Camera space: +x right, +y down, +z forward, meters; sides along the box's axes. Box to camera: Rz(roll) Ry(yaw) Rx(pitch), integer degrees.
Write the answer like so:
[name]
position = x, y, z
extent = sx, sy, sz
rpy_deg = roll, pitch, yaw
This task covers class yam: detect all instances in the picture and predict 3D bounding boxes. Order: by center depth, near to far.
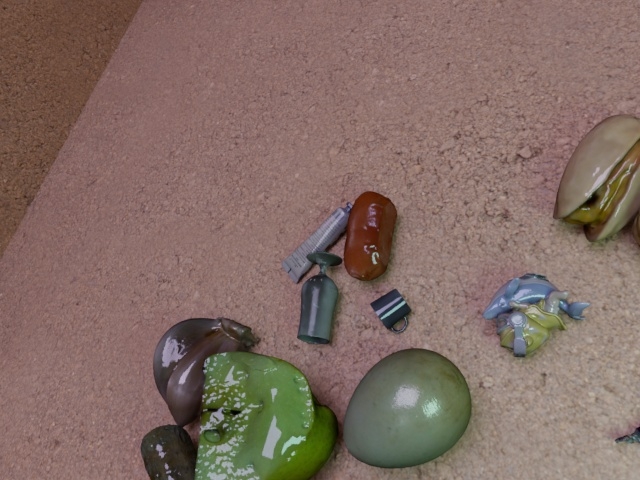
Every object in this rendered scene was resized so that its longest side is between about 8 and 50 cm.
[yam]
position = -0.332, 0.620, 1.224
extent = 0.133, 0.133, 0.330
rpy_deg = -43, 55, 1

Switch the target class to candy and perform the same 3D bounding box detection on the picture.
[candy]
position = 0.623, 0.343, 0.893
extent = 0.174, 0.045, 0.043
rpy_deg = -26, 43, 13

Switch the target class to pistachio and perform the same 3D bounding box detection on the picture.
[pistachio]
position = 0.640, -0.145, 1.100
extent = 0.187, 0.187, 0.299
rpy_deg = 36, 90, 39

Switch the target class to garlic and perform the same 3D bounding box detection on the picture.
[garlic]
position = -0.338, 0.340, 1.369
extent = 0.279, 0.132, 0.325
rpy_deg = 30, 73, 30

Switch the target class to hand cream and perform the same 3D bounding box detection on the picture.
[hand cream]
position = 0.000, 0.000, 1.442
extent = 0.276, 0.059, 0.095
rpy_deg = -45, 52, 6

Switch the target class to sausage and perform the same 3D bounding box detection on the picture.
[sausage]
position = 0.130, -0.013, 1.329
extent = 0.133, 0.133, 0.259
rpy_deg = -2, 66, 28

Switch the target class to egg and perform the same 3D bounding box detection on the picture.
[egg]
position = 0.171, 0.355, 1.034
extent = 0.295, 0.218, 0.219
rpy_deg = -41, 50, 18

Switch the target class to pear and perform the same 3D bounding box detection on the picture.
[pear]
position = -0.114, 0.437, 1.149
extent = 0.317, 0.239, 0.343
rpy_deg = -10, 52, 10

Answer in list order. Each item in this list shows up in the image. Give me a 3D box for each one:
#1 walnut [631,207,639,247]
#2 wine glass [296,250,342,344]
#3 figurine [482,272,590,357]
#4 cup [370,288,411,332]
[walnut]
position = 0.732, -0.036, 0.957
extent = 0.213, 0.213, 0.213
rpy_deg = -14, 57, 22
[wine glass]
position = -0.005, 0.154, 1.321
extent = 0.103, 0.103, 0.231
rpy_deg = -3, 65, 28
[figurine]
position = 0.452, 0.157, 1.051
extent = 0.208, 0.128, 0.184
rpy_deg = -2, 64, 24
[cup]
position = 0.182, 0.177, 1.228
extent = 0.077, 0.078, 0.100
rpy_deg = -35, 85, 2
